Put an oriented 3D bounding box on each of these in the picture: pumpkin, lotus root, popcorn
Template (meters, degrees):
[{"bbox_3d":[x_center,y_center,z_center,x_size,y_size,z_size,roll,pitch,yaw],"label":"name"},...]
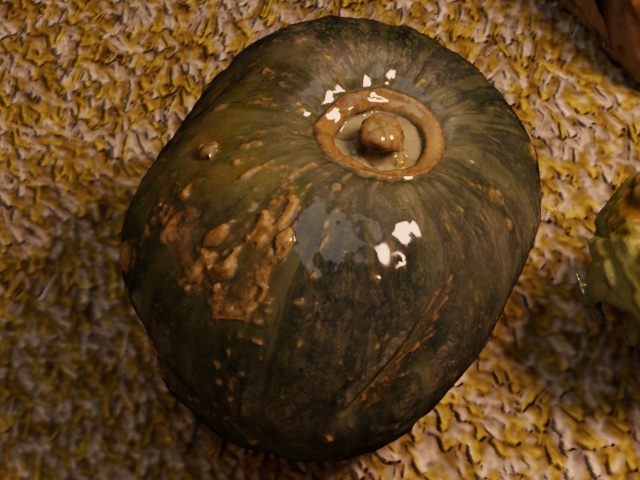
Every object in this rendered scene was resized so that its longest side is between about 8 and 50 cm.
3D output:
[{"bbox_3d":[0.000,0.000,1.426,0.291,0.257,0.328,31,53,16],"label":"pumpkin"},{"bbox_3d":[0.241,-0.259,1.676,0.074,0.170,0.261,-22,45,-14],"label":"lotus root"},{"bbox_3d":[0.285,0.040,1.408,0.198,0.212,0.198,-3,6,0],"label":"popcorn"}]
